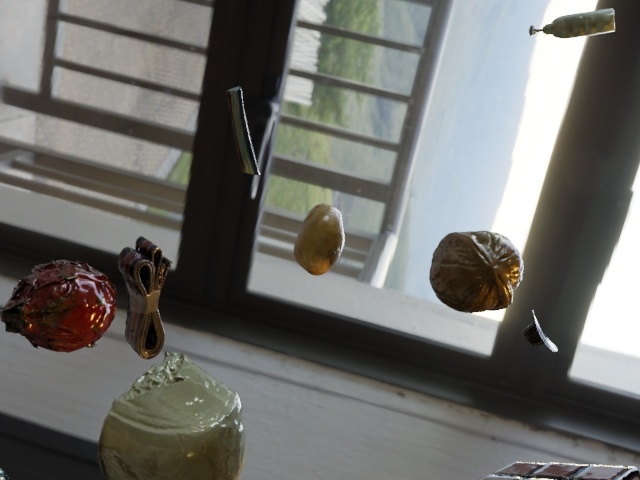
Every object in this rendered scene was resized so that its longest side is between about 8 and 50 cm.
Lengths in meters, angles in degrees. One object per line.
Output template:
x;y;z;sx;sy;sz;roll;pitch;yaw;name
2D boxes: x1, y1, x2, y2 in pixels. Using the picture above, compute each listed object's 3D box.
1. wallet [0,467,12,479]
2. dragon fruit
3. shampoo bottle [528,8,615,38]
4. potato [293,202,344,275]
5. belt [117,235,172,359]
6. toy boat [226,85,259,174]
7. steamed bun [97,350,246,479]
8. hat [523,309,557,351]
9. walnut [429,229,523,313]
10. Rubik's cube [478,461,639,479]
-0.504;0.496;1.178;0.075;0.342;0.237;-50;156;8;wallet
-0.661;0.170;1.945;0.299;0.244;0.244;-15;126;-42;dragon fruit
0.469;-0.402;1.441;0.077;0.152;0.045;-58;139;-65;shampoo bottle
0.000;0.000;1.843;0.118;0.109;0.178;57;49;-62;potato
-0.483;0.165;2.096;0.126;0.094;0.359;-23;130;-43;belt
-0.194;-0.269;1.922;0.080;0.046;0.228;-116;-164;-68;toy boat
-0.309;0.419;1.586;0.272;0.274;0.290;-42;137;-36;steamed bun
0.525;0.231;1.862;0.050;0.121;0.121;-33;-177;14;hat
0.371;0.073;1.827;0.228;0.228;0.227;15;90;-82;walnut
0.434;0.613;1.456;0.304;0.305;0.300;-11;88;-38;Rubik's cube
